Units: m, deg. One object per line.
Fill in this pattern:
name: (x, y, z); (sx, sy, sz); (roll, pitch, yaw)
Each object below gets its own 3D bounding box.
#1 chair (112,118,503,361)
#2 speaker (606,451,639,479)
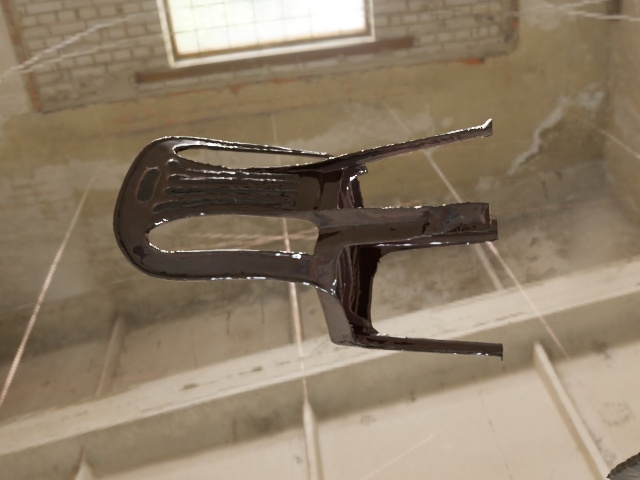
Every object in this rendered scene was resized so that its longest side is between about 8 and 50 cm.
chair: (0.000, 0.000, 0.706); (0.326, 0.183, 0.176); (-1, -131, 14)
speaker: (0.433, 0.196, 0.529); (0.388, 0.180, 0.184); (34, -117, 14)
